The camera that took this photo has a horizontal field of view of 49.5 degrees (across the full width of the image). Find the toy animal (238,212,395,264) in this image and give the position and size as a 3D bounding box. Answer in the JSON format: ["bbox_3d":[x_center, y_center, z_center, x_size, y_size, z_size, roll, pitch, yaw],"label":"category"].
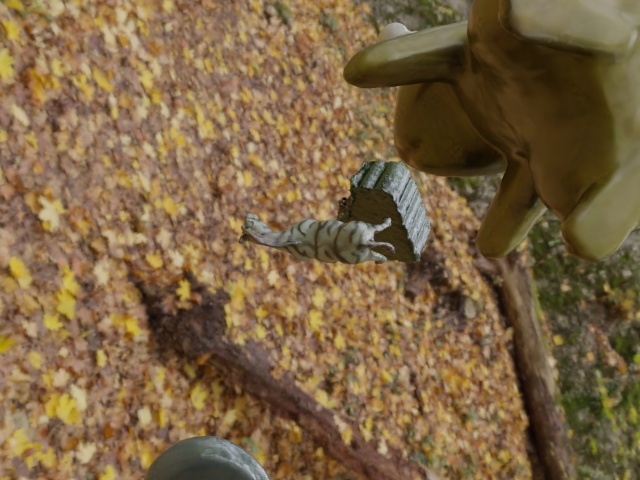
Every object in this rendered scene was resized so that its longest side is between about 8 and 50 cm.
[{"bbox_3d":[0.000,-0.001,1.172,0.170,0.255,0.089,-22,112,-79],"label":"toy animal"}]

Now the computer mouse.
[{"bbox_3d":[-0.129,0.435,0.988,0.122,0.189,0.370,-81,156,-80],"label":"computer mouse"}]

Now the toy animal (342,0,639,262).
[{"bbox_3d":[0.124,-0.098,0.525,0.181,0.180,0.363,56,-18,-14],"label":"toy animal"}]

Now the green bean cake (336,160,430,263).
[{"bbox_3d":[0.097,-0.060,1.319,0.107,0.194,0.208,-59,140,-29],"label":"green bean cake"}]
